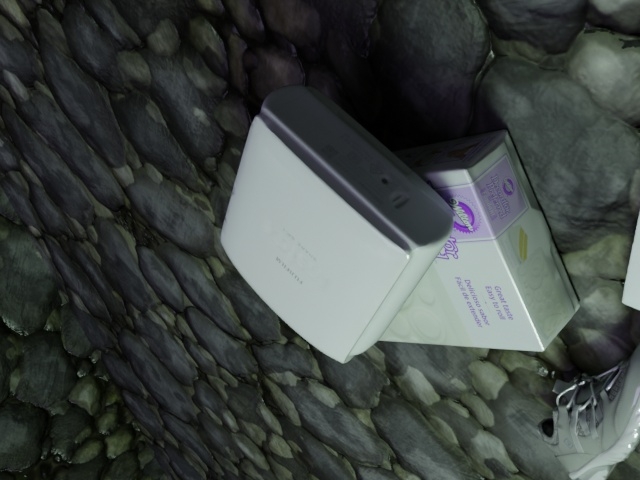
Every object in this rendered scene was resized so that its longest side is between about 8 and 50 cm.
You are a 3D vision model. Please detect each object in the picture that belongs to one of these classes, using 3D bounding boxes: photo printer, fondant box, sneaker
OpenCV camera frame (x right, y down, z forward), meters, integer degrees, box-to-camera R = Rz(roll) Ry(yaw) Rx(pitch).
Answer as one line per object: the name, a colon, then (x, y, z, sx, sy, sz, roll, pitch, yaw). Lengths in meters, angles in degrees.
photo printer: (0.000, 0.000, 0.962, 0.256, 0.107, 0.307, 44, 145, 13)
fondant box: (0.127, 0.010, 1.004, 0.330, 0.096, 0.238, -6, 117, 51)
sneaker: (0.326, 0.200, 0.941, 0.115, 0.105, 0.281, 38, 143, 23)

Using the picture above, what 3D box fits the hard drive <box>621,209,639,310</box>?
hard drive: (0.438, 0.037, 0.711, 0.307, 0.040, 0.203, 25, 139, 33)
